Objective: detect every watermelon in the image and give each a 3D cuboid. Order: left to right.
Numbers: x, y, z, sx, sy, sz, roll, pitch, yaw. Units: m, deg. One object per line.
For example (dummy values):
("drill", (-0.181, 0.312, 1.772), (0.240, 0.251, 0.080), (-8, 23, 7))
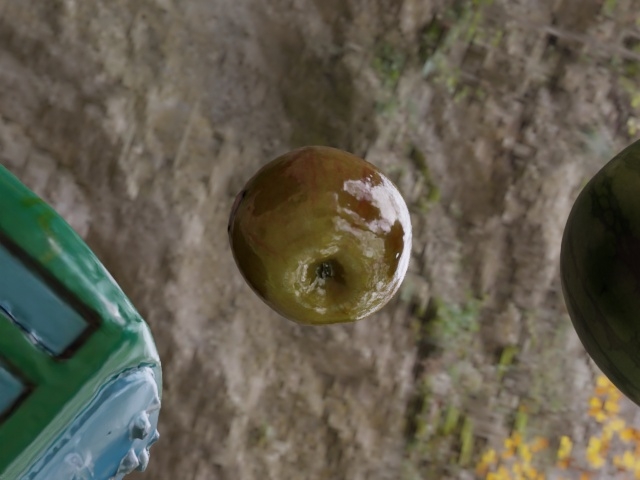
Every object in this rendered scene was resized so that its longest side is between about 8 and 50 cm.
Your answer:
("watermelon", (0.193, 0.032, 0.638), (0.187, 0.140, 0.141), (50, -55, 21))

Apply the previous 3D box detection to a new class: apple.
("apple", (0.000, 0.000, 0.622), (0.084, 0.084, 0.071), (-55, -164, 31))

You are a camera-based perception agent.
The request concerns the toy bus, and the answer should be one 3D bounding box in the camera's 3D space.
("toy bus", (-0.237, 0.127, 0.700), (0.343, 0.199, 0.183), (-47, 168, -24))
